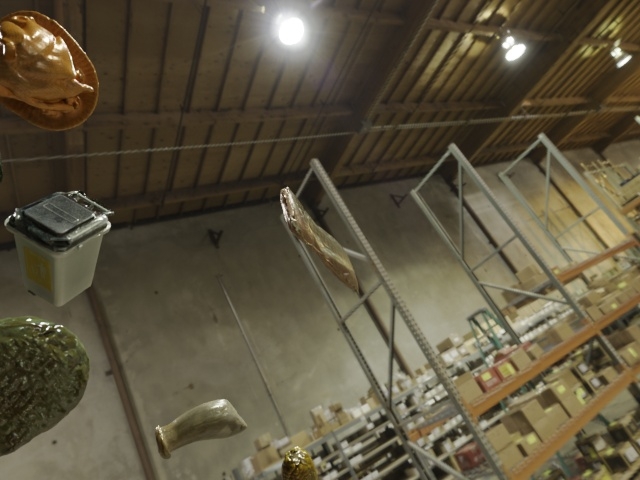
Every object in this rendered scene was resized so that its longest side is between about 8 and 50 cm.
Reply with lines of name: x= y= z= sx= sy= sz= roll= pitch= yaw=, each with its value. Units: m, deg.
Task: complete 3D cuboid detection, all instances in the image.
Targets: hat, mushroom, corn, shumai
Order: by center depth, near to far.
hat: x=-0.572 y=-0.357 z=0.876 sx=0.233 sy=0.244 sz=0.233 roll=9 pitch=3 yaw=-21
corn: x=-0.048 y=0.652 z=1.168 sx=0.102 sy=0.102 sz=0.313 roll=-17 pitch=-57 yaw=-29
shumai: x=-0.856 y=0.352 z=1.203 sx=0.397 sy=0.324 sz=0.323 roll=-21 pitch=18 yaw=-32
mushroom: x=-0.322 y=0.499 z=1.215 sx=0.247 sy=0.096 sz=0.108 roll=-7 pitch=-67 yaw=-33

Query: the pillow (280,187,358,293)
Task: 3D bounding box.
pillow: x=0.000 y=0.001 z=0.764 sx=0.034 sy=0.135 sz=0.211 roll=-32 pitch=-50 yaw=13

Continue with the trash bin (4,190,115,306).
trash bin: x=-0.940 y=0.030 z=1.648 sx=0.368 sy=0.256 sz=0.296 roll=-66 pitch=-6 yaw=35

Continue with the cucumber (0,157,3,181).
cucumber: x=-0.878 y=-0.213 z=1.097 sx=0.191 sy=0.130 sz=0.191 roll=-22 pitch=-21 yaw=-9
